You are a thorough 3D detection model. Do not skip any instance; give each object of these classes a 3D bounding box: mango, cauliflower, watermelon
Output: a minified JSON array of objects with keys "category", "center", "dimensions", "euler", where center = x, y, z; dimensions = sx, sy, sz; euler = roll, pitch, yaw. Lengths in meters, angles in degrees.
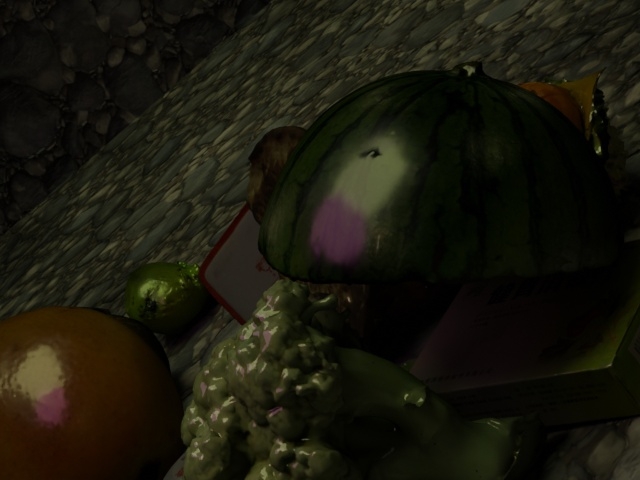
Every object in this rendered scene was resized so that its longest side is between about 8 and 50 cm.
[{"category":"mango","center":[-0.358,0.239,2.027],"dimensions":[0.446,0.300,0.232],"euler":[-14,-15,32]},{"category":"cauliflower","center":[0.011,0.186,1.457],"dimensions":[0.281,0.327,0.260],"euler":[8,39,30]},{"category":"watermelon","center":[0.098,-0.063,1.544],"dimensions":[0.331,0.189,0.331],"euler":[-3,2,0]},{"category":"mango","center":[-0.216,0.077,2.439],"dimensions":[0.119,0.100,0.178],"euler":[-4,11,-1]}]

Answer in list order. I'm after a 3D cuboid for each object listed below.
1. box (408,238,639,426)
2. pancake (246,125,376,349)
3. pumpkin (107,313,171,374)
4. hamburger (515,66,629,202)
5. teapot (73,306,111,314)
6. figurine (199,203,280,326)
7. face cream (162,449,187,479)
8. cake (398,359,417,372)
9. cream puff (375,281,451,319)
[{"category":"box","center":[0.206,0.090,1.566],"dimensions":[0.260,0.062,0.175],"euler":[-16,30,46]},{"category":"pancake","center":[-0.018,0.023,1.911],"dimensions":[0.033,0.288,0.286],"euler":[-12,-28,-28]},{"category":"pumpkin","center":[-0.296,0.190,2.239],"dimensions":[0.224,0.157,0.223],"euler":[-18,24,8]},{"category":"hamburger","center":[0.212,-0.053,1.775],"dimensions":[0.243,0.139,0.261],"euler":[-6,49,51]},{"category":"teapot","center":[-0.350,0.137,2.608],"dimensions":[0.096,0.087,0.177],"euler":[-23,10,-24]},{"category":"figurine","center":[0.000,0.000,2.120],"dimensions":[0.183,0.160,0.226],"euler":[-50,-8,38]},{"category":"face cream","center":[-0.106,0.250,1.841],"dimensions":[0.291,0.071,0.144],"euler":[-46,20,-16]},{"category":"cake","center":[0.034,0.170,1.701],"dimensions":[0.235,0.099,0.100],"euler":[-39,20,5]},{"category":"cream puff","center":[0.088,0.019,1.911],"dimensions":[0.150,0.115,0.165],"euler":[-55,32,-7]}]
